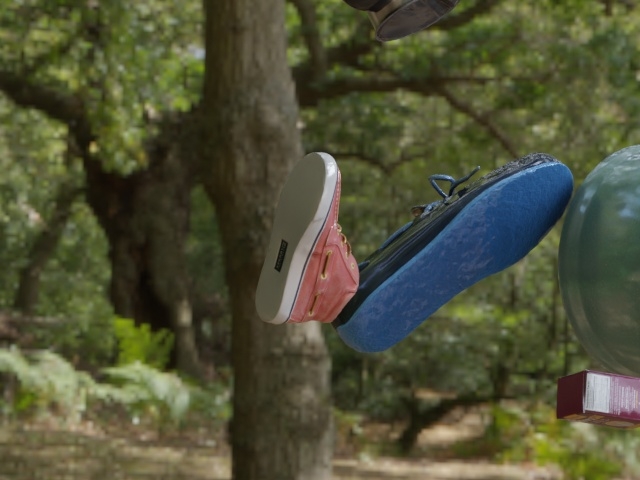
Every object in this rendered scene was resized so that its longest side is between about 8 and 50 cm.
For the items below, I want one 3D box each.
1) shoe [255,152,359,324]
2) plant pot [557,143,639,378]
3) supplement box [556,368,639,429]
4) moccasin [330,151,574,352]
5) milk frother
[{"bbox_3d":[0.000,0.000,1.261,0.081,0.178,0.063,4,23,-36],"label":"shoe"},{"bbox_3d":[0.455,0.028,1.537,0.293,0.293,0.196,4,-2,-30],"label":"plant pot"},{"bbox_3d":[0.276,0.153,1.257,0.083,0.043,0.055,10,-16,-16],"label":"supplement box"},{"bbox_3d":[0.143,-0.009,1.577,0.342,0.138,0.117,-32,35,-11],"label":"moccasin"},{"bbox_3d":[0.025,-0.231,1.133,0.129,0.135,0.143,-18,-13,-32],"label":"milk frother"}]
